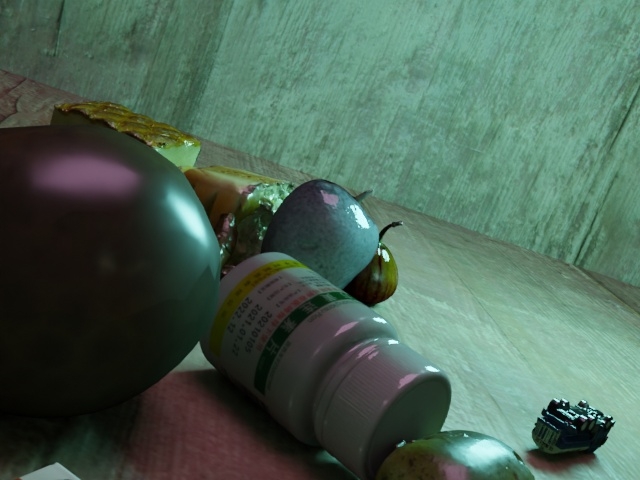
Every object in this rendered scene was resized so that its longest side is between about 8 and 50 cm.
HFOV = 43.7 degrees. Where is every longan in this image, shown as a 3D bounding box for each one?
[{"bbox_3d":[-0.315,0.037,0.936,0.404,0.404,0.336,10,60,-39],"label":"longan"}]

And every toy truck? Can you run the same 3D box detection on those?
[{"bbox_3d":[0.450,0.338,1.424,0.201,0.088,0.074,12,13,-47],"label":"toy truck"}]

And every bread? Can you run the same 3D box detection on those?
[{"bbox_3d":[-0.217,-0.054,1.750,0.270,0.211,0.315,15,7,16],"label":"bread"},{"bbox_3d":[-0.471,-0.192,1.881,0.279,0.207,0.279,23,15,7],"label":"bread"}]

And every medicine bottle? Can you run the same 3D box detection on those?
[{"bbox_3d":[0.003,0.175,1.135,0.339,0.208,0.208,31,17,39],"label":"medicine bottle"}]

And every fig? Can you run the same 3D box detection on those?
[{"bbox_3d":[0.106,0.061,1.852,0.148,0.202,0.149,13,44,29],"label":"fig"}]

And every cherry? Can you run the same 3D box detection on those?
[{"bbox_3d":[0.000,0.000,1.644,0.218,0.296,0.255,35,-4,4],"label":"cherry"}]

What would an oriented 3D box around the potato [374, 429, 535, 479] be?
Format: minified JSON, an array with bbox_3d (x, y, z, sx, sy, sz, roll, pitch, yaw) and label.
[{"bbox_3d":[0.172,0.313,0.984,0.228,0.149,0.197,14,2,-24],"label":"potato"}]

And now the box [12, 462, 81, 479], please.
[{"bbox_3d":[-0.170,0.318,0.626,0.353,0.069,0.214,28,15,23],"label":"box"}]

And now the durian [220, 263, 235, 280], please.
[{"bbox_3d":[-0.147,0.086,1.551,0.140,0.071,0.110,2,14,-6],"label":"durian"}]

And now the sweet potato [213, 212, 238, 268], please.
[{"bbox_3d":[-0.210,0.039,1.479,0.075,0.075,0.273,23,39,8],"label":"sweet potato"}]
